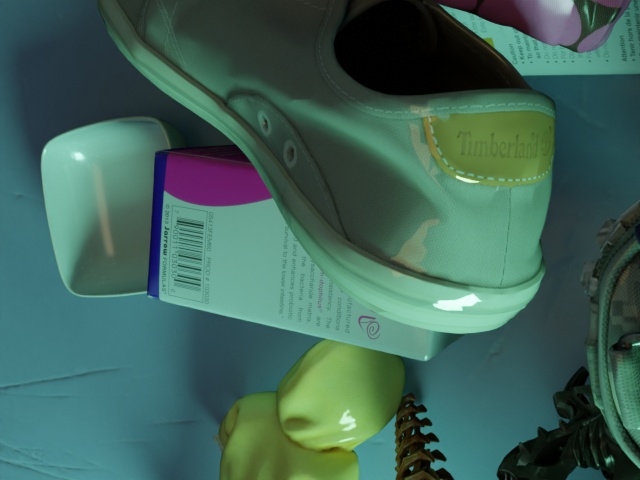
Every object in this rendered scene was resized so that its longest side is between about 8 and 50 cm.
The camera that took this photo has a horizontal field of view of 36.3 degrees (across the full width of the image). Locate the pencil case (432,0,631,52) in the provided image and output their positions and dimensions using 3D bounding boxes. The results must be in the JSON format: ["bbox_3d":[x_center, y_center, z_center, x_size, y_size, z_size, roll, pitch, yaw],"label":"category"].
[{"bbox_3d":[0.060,-0.170,0.489,0.209,0.098,0.095,23,120,1],"label":"pencil case"}]

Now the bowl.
[{"bbox_3d":[-0.157,-0.029,0.806,0.142,0.053,0.142,-7,95,28],"label":"bowl"}]

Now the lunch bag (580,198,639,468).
[{"bbox_3d":[0.264,0.016,0.411,0.256,0.305,0.212,-9,93,27],"label":"lunch bag"}]

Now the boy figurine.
[{"bbox_3d":[-0.028,0.185,0.750,0.177,0.092,0.285,39,113,46],"label":"boy figurine"}]

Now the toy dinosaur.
[{"bbox_3d":[0.125,0.196,0.592,0.218,0.164,0.322,-39,58,1],"label":"toy dinosaur"}]

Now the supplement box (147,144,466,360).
[{"bbox_3d":[0.000,0.000,0.695,0.220,0.114,0.111,11,102,27],"label":"supplement box"}]

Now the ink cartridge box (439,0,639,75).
[{"bbox_3d":[0.160,-0.225,0.493,0.330,0.071,0.324,5,142,29],"label":"ink cartridge box"}]

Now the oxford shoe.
[{"bbox_3d":[-0.010,-0.122,0.592,0.449,0.169,0.130,48,133,44],"label":"oxford shoe"}]
